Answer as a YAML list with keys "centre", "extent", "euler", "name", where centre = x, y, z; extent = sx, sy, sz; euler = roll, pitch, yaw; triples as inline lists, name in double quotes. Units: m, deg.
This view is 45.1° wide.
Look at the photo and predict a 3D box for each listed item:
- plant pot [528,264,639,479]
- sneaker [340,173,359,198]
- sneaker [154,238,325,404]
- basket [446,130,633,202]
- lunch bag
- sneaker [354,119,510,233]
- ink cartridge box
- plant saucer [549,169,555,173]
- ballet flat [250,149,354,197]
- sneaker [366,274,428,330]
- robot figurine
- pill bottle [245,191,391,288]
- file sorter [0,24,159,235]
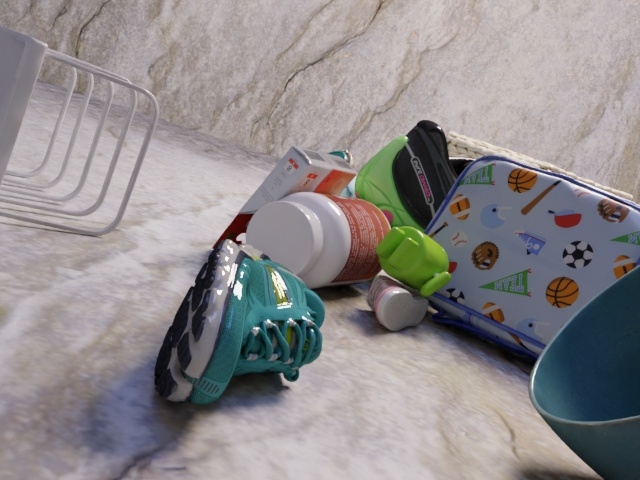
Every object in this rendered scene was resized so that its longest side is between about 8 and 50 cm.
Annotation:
- centre: [0.339, 0.123, 0.590]
  extent: [0.195, 0.290, 0.290]
  euler: [55, 8, -4]
  name: "plant pot"
- centre: [0.139, -0.033, 1.420]
  extent: [0.366, 0.135, 0.150]
  euler: [17, 5, -4]
  name: "sneaker"
- centre: [-0.048, 0.062, 0.601]
  extent: [0.110, 0.107, 0.275]
  euler: [29, 10, 3]
  name: "sneaker"
- centre: [0.421, -0.042, 1.644]
  extent: [0.329, 0.266, 0.331]
  euler: [13, 12, -37]
  name: "basket"
- centre: [0.268, 0.033, 1.001]
  extent: [0.303, 0.243, 0.115]
  euler: [26, -9, 39]
  name: "lunch bag"
- centre: [0.272, -0.022, 1.231]
  extent: [0.483, 0.202, 0.185]
  euler: [32, 10, -37]
  name: "sneaker"
- centre: [-0.046, -0.042, 1.036]
  extent: [0.045, 0.179, 0.145]
  euler: [44, 18, 20]
  name: "ink cartridge box"
- centre: [0.393, 0.042, 1.198]
  extent: [0.050, 0.310, 0.311]
  euler: [-20, -6, 22]
  name: "plant saucer"
- centre: [-0.020, -0.082, 1.280]
  extent: [0.241, 0.091, 0.077]
  euler: [-20, -44, 41]
  name: "ballet flat"
- centre: [0.078, 0.072, 0.927]
  extent: [0.070, 0.050, 0.134]
  euler: [26, 5, 25]
  name: "sneaker"
- centre: [0.117, 0.024, 0.958]
  extent: [0.101, 0.067, 0.115]
  euler: [40, 7, 39]
  name: "robot figurine"
- centre: [0.000, 0.000, 0.978]
  extent: [0.121, 0.121, 0.216]
  euler: [23, 9, 25]
  name: "pill bottle"
- centre: [-0.343, -0.139, 0.921]
  extent: [0.173, 0.192, 0.278]
  euler: [15, 9, -43]
  name: "file sorter"
